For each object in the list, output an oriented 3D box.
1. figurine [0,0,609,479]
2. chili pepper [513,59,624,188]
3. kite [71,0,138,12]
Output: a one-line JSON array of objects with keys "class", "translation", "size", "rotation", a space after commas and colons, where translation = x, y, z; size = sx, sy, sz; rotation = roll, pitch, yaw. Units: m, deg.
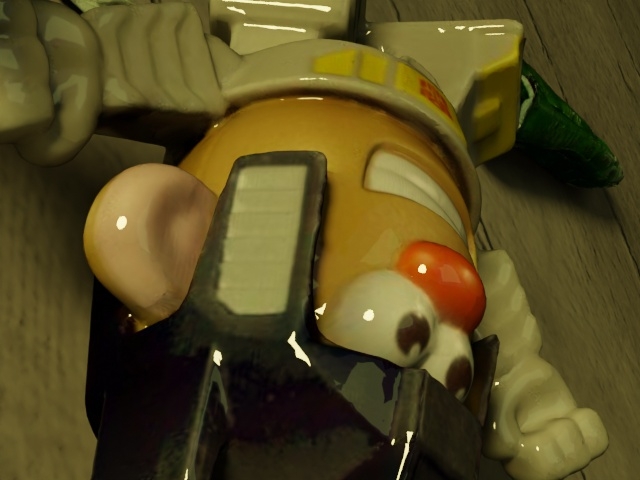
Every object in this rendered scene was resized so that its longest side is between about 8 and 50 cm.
[{"class": "figurine", "translation": [0.001, 0.003, 0.408], "size": [0.309, 0.143, 0.308], "rotation": [14, 55, -21]}, {"class": "chili pepper", "translation": [0.173, -0.081, 0.792], "size": [0.227, 0.059, 0.088], "rotation": [20, 39, -51]}, {"class": "kite", "translation": [-0.010, -0.061, 0.564], "size": [0.314, 0.011, 0.335], "rotation": [23, 50, -45]}]
